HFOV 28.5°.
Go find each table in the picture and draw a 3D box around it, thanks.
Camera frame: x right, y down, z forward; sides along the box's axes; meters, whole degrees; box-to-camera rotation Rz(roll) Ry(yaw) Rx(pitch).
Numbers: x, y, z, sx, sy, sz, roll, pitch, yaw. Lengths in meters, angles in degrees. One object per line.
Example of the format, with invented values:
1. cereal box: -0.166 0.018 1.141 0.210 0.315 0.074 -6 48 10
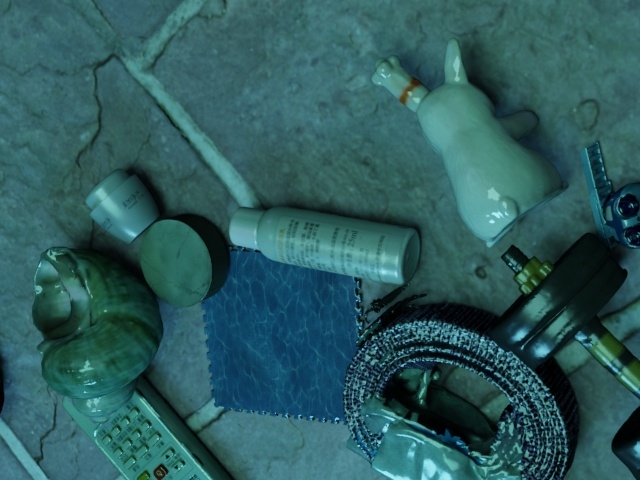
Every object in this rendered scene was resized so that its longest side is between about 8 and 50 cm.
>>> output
1. table: -0.201 0.029 1.853 0.133 0.043 0.133 10 109 31

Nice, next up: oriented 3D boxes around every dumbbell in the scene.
1. dumbbell: 0.366 0.149 1.543 0.388 0.185 0.185 45 120 6

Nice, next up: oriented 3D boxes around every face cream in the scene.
1. face cream: 0.000 0.000 1.733 0.269 0.082 0.082 11 111 22
2. face cream: -0.290 -0.050 1.853 0.095 0.091 0.091 48 120 -3

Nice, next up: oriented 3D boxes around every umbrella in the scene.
1. umbrella: 0.089 0.080 1.719 0.149 0.022 0.022 131 131 -56

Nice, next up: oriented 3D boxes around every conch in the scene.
1. conch: -0.337 0.145 1.878 0.220 0.195 0.277 -1 106 24

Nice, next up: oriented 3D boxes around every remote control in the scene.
1. remote control: -0.260 0.335 1.988 0.344 0.050 0.145 47 120 5

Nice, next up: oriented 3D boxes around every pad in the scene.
1. pad: -0.056 0.138 1.846 0.269 0.012 0.270 2 107 26

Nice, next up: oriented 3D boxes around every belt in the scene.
1. belt: 0.189 0.226 1.695 0.325 0.122 0.260 26 109 13

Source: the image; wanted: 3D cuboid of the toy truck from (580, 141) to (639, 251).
1. toy truck: 0.369 -0.055 1.550 0.074 0.063 0.136 -3 105 49

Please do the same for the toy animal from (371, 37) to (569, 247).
1. toy animal: 0.190 -0.133 1.580 0.140 0.138 0.282 -38 65 22

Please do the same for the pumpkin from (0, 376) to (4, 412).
1. pumpkin: -0.617 0.254 2.078 0.194 0.150 0.194 15 123 25
